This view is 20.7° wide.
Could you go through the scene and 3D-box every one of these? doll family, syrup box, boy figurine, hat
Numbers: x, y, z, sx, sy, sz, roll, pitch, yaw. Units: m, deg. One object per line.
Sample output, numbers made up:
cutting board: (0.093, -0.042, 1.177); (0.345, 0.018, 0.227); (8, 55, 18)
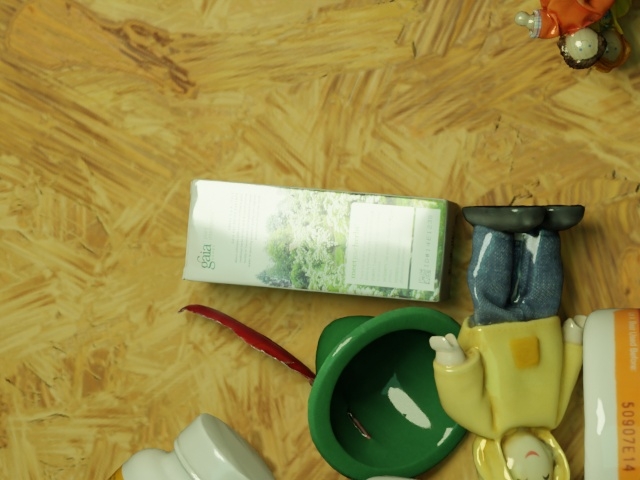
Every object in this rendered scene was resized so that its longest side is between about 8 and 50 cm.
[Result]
doll family: (0.285, -0.238, 1.533); (0.263, 0.118, 0.163); (-22, 102, -2)
syrup box: (0.000, 0.000, 1.593); (0.237, 0.096, 0.093); (5, 90, 10)
boy figurine: (0.168, 0.109, 1.542); (0.092, 0.177, 0.285); (1, 89, 53)
hat: (0.024, 0.103, 1.629); (0.173, 0.183, 0.208); (-45, 125, -4)

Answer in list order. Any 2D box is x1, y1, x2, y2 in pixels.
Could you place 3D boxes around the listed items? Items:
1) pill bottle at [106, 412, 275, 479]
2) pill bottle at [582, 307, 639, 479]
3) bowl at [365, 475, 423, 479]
pill bottle: (-0.159, 0.279, 1.607); (0.136, 0.136, 0.245); (45, 98, 6)
pill bottle: (0.420, 0.166, 1.463); (0.392, 0.224, 0.224); (-1, 91, 10)
bowl: (0.092, 0.266, 1.583); (0.142, 0.053, 0.142); (9, 136, 10)
